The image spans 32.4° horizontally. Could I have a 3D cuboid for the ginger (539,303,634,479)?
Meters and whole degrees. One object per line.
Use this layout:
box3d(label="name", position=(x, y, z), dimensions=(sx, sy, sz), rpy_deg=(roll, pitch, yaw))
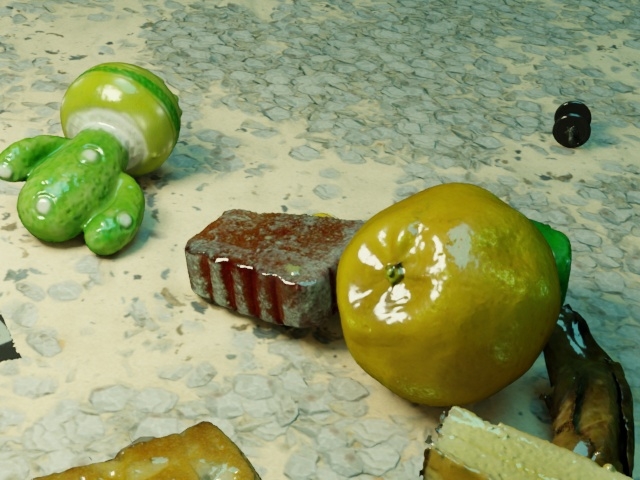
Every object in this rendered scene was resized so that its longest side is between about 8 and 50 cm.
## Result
box3d(label="ginger", position=(0.307, 0.215, 1.293), dimensions=(0.133, 0.107, 0.309), rpy_deg=(16, 37, 8))

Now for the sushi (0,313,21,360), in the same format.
box3d(label="sushi", position=(-0.585, 0.059, 1.379), dimensions=(0.339, 0.069, 0.320), rpy_deg=(-10, 37, -25))

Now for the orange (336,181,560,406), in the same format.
box3d(label="orange", position=(0.149, 0.064, 1.341), dimensions=(0.235, 0.279, 0.279), rpy_deg=(37, 9, -42))

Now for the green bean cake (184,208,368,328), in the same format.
box3d(label="green bean cake", position=(-0.050, 0.029, 1.491), dimensions=(0.232, 0.097, 0.198), rpy_deg=(13, 34, 28))

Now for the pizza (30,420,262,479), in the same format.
box3d(label="pizza", position=(-0.178, 0.315, 1.030), dimensions=(0.277, 0.114, 0.409), rpy_deg=(10, 32, 1))

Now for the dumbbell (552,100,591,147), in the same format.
box3d(label="dumbbell", position=(0.462, -0.213, 2.021), dimensions=(0.069, 0.069, 0.147), rpy_deg=(12, 33, 7))

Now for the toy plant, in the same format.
box3d(label="toy plant", position=(-0.341, -0.120, 1.630), dimensions=(0.224, 0.184, 0.316), rpy_deg=(26, 43, -5))

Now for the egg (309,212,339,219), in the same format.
box3d(label="egg", position=(0.000, 0.000, 1.592), dimensions=(0.071, 0.071, 0.083), rpy_deg=(10, 34, 3))

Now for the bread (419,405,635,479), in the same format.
box3d(label="bread", position=(0.189, 0.300, 1.018), dimensions=(0.246, 0.239, 0.111), rpy_deg=(20, 30, 22))

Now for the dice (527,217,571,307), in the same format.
box3d(label="dice", position=(0.272, 0.051, 1.518), dimensions=(0.128, 0.131, 0.120), rpy_deg=(11, 35, 3))
